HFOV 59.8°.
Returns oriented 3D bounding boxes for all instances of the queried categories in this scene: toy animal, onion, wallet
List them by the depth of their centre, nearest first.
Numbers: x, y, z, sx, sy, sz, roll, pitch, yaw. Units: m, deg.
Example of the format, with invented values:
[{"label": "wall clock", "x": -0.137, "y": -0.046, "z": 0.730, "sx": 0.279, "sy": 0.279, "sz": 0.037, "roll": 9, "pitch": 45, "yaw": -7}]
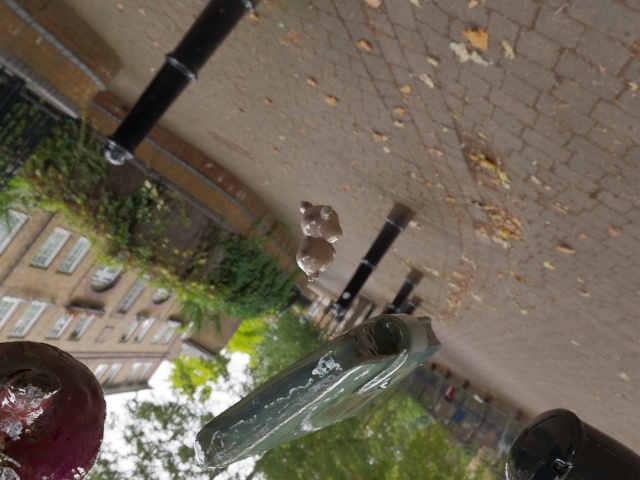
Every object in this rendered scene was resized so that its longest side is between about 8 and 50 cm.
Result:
[{"label": "wallet", "x": 0.025, "y": 0.182, "z": 0.725, "sx": 0.083, "sy": 0.252, "sz": 0.360, "roll": 55, "pitch": -163, "yaw": 21}, {"label": "toy animal", "x": -0.004, "y": -0.001, "z": 0.997, "sx": 0.083, "sy": 0.150, "sz": 0.089, "roll": -1, "pitch": 169, "yaw": 21}, {"label": "onion", "x": -0.560, "y": 0.332, "z": 1.043, "sx": 0.348, "sy": 0.347, "sz": 0.385, "roll": 35, "pitch": 131, "yaw": -8}]

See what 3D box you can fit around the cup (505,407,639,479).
[{"label": "cup", "x": 0.373, "y": 0.356, "z": 0.790, "sx": 0.176, "sy": 0.169, "sz": 0.223, "roll": 41, "pitch": -158, "yaw": -2}]
